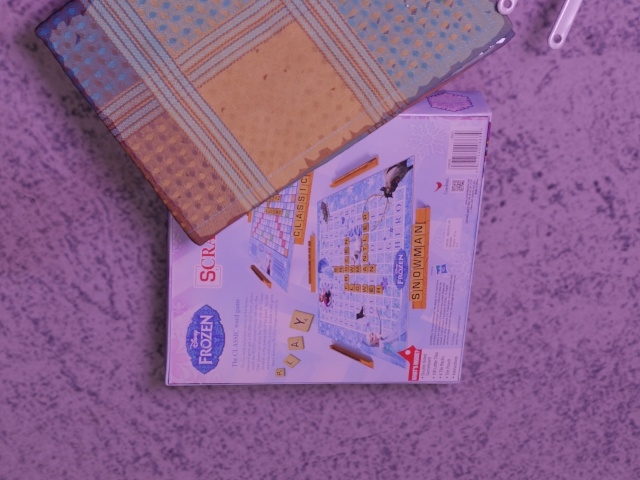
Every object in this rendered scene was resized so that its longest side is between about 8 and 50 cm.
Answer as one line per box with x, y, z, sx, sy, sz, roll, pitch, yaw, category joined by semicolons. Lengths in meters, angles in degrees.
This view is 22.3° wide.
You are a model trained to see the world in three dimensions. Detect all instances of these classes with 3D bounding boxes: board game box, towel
0.000;0.000;1.671;0.318;0.066;0.318;1;118;-7;board game box
-0.040;-0.199;1.525;0.370;0.040;0.271;-34;107;4;towel

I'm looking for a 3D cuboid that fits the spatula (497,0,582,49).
0.220;-0.309;1.511;0.168;0.019;0.242;22;93;-21;spatula
